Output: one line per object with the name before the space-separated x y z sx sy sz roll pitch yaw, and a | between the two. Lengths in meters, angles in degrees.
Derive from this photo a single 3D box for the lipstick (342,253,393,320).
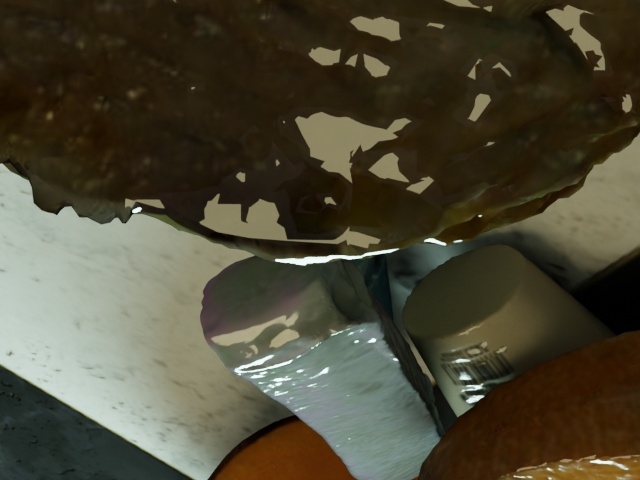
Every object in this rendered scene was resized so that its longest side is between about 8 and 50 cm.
lipstick | 0.000 0.000 0.976 0.068 0.061 0.274 14 145 20

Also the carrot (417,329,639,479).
carrot | 0.201 0.161 0.959 0.307 0.100 0.258 9 130 -2

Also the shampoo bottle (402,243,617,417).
shampoo bottle | 0.150 0.108 1.013 0.127 0.078 0.257 -20 126 30

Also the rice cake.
rice cake | 0.017 0.070 0.898 0.073 0.056 0.365 -24 161 5

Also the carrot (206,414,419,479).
carrot | -0.032 0.259 1.232 0.214 0.193 0.331 -11 157 -18

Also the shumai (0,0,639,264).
shumai | 0.001 -0.112 0.734 0.346 0.217 0.283 11 -173 23
